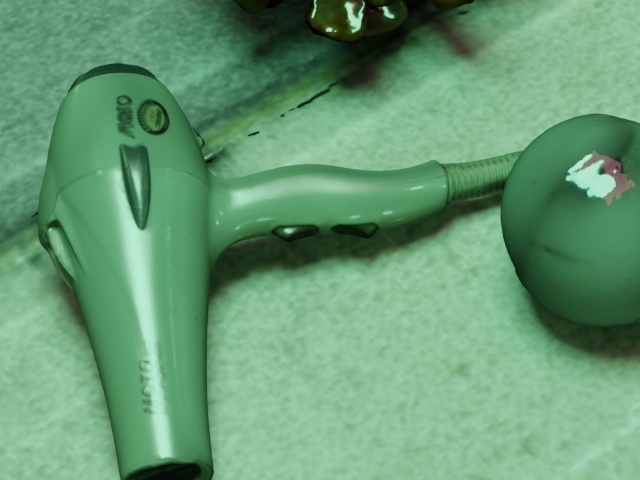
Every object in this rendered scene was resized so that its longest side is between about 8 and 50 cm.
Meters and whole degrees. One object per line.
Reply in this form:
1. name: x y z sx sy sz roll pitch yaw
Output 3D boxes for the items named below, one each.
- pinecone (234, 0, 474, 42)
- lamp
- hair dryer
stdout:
1. pinecone: 0.026 -0.211 1.050 0.229 0.202 0.201 -25 36 -16
2. lamp: 0.140 -0.010 0.934 0.105 0.105 0.105 -2 49 2
3. hair dryer: -0.017 0.028 0.943 0.267 0.092 0.229 10 58 -1
